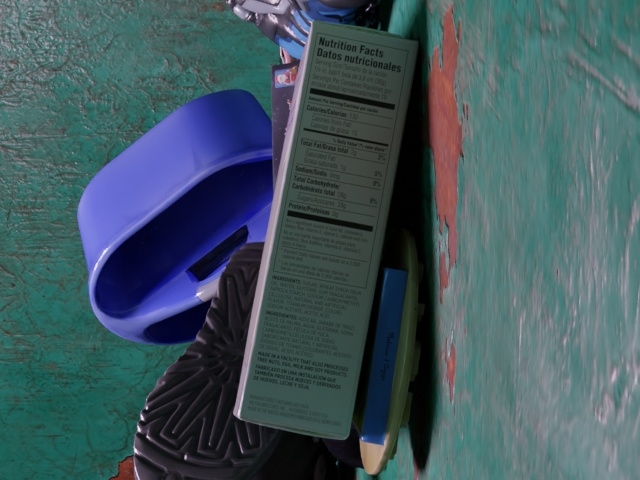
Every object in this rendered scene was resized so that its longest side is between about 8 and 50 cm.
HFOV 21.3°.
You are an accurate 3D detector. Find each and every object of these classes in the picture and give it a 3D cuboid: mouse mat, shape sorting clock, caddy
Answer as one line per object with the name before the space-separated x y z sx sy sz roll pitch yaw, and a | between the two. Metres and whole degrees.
mouse mat | 0.054 0.021 1.575 0.189 0.007 0.152 112 158 -63
shape sorting clock | 0.058 0.092 1.417 0.206 0.040 0.206 -172 90 -87
caddy | -0.129 -0.013 2.031 0.241 0.341 0.179 36 -158 -46

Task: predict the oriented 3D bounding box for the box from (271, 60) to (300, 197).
box | -0.004 -0.061 1.859 0.159 0.044 0.233 30 -123 -67

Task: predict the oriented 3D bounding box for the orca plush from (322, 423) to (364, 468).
orca plush | 0.007 0.089 1.713 0.151 0.102 0.287 111 158 -79

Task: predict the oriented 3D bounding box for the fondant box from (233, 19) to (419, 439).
fondant box | 0.000 0.000 1.471 0.238 0.096 0.330 126 155 -83

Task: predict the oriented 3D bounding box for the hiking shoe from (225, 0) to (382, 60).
hiking shoe | 0.022 -0.233 1.624 0.113 0.132 0.304 -52 17 -10

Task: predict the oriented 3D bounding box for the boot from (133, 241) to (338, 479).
boot | -0.080 0.276 1.980 0.445 0.146 0.367 88 -157 -48

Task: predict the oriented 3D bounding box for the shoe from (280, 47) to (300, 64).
shoe | -0.008 -0.266 2.049 0.063 0.081 0.178 133 136 -84
